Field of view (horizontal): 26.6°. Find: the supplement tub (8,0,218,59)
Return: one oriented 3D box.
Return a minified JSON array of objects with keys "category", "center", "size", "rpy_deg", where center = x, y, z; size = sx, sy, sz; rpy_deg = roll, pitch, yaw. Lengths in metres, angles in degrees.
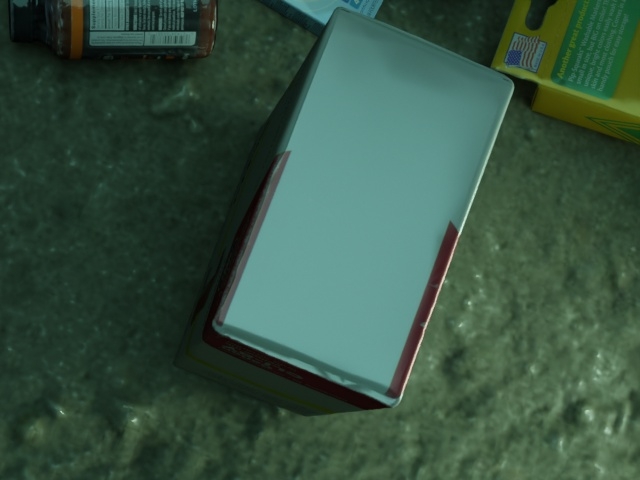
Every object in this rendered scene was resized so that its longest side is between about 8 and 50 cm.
[{"category":"supplement tub","center":[-0.205,-0.230,1.326],"size":[0.197,0.106,0.106],"rpy_deg":[-2,82,-13]}]

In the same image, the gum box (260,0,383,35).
[{"category":"gum box","center":[-0.008,-0.309,1.417],"size":[0.184,0.041,0.157],"rpy_deg":[29,77,-9]}]

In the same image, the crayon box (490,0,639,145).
[{"category":"crayon box","center":[0.362,-0.206,1.440],"size":[0.323,0.083,0.203],"rpy_deg":[20,78,7]}]

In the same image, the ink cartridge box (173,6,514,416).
[{"category":"ink cartridge box","center":[0.000,0.000,1.198],"size":[0.160,0.384,0.279],"rpy_deg":[21,77,-7]}]
